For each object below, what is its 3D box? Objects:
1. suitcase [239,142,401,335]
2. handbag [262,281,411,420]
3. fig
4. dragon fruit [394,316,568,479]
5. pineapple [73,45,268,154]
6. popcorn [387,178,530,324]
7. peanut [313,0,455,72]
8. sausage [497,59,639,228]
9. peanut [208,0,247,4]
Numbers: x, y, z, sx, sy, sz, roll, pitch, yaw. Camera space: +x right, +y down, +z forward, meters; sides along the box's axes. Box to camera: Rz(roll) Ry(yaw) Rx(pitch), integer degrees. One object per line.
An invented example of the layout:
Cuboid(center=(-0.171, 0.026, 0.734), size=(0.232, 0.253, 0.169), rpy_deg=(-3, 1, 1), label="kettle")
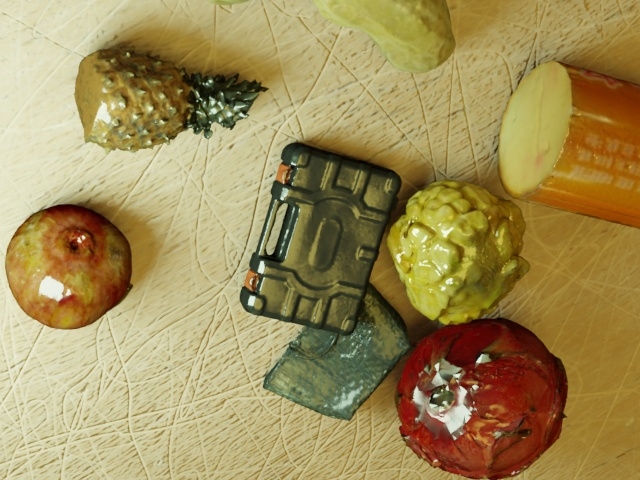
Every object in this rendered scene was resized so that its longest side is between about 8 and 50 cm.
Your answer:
Cuboid(center=(0.000, 0.000, 1.875), size=(0.206, 0.066, 0.286), rpy_deg=(14, 97, -22), label="suitcase")
Cuboid(center=(0.036, 0.192, 2.011), size=(0.175, 0.089, 0.270), rpy_deg=(34, 102, -18), label="handbag")
Cuboid(center=(-0.383, 0.050, 1.772), size=(0.205, 0.205, 0.205), rpy_deg=(-6, 117, -12), label="fig")
Cuboid(center=(0.275, 0.274, 1.987), size=(0.301, 0.295, 0.296), rpy_deg=(2, 122, -59), label="dragon fruit")
Cuboid(center=(-0.218, -0.209, 1.718), size=(0.278, 0.158, 0.158), rpy_deg=(-3, 117, -28), label="pineapple")
Cuboid(center=(0.230, 0.015, 1.904), size=(0.250, 0.190, 0.250), rpy_deg=(-14, 132, -16), label="popcorn")
Cuboid(center=(0.087, -0.364, 1.720), size=(0.313, 0.149, 0.149), rpy_deg=(33, 103, -31), label="peanut")
Cuboid(center=(0.461, -0.148, 1.873), size=(0.287, 0.233, 0.233), rpy_deg=(13, 111, -20), label="sausage")
Cuboid(center=(-0.095, -0.510, 1.577), size=(0.192, 0.169, 0.387), rpy_deg=(5, 113, -24), label="peanut")
